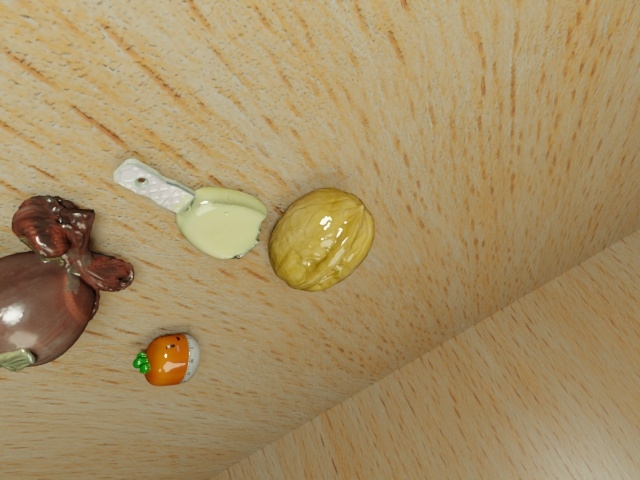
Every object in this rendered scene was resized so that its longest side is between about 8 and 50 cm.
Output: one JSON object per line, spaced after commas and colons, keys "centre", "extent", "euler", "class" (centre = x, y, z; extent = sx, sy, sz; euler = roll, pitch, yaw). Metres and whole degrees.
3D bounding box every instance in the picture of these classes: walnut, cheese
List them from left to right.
{"centre": [-0.178, -0.048, 0.614], "extent": [0.127, 0.050, 0.255], "euler": [-36, 146, 13], "class": "cheese"}
{"centre": [0.000, 0.000, 0.720], "extent": [0.159, 0.159, 0.207], "euler": [14, 134, -46], "class": "walnut"}

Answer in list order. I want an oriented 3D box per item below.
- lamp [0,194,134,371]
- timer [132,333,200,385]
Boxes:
{"centre": [-0.382, 0.065, 0.554], "extent": [0.215, 0.151, 0.223], "euler": [88, 25, -60], "class": "lamp"}
{"centre": [-0.324, 0.248, 0.875], "extent": [0.136, 0.099, 0.136], "euler": [-13, 131, -15], "class": "timer"}
